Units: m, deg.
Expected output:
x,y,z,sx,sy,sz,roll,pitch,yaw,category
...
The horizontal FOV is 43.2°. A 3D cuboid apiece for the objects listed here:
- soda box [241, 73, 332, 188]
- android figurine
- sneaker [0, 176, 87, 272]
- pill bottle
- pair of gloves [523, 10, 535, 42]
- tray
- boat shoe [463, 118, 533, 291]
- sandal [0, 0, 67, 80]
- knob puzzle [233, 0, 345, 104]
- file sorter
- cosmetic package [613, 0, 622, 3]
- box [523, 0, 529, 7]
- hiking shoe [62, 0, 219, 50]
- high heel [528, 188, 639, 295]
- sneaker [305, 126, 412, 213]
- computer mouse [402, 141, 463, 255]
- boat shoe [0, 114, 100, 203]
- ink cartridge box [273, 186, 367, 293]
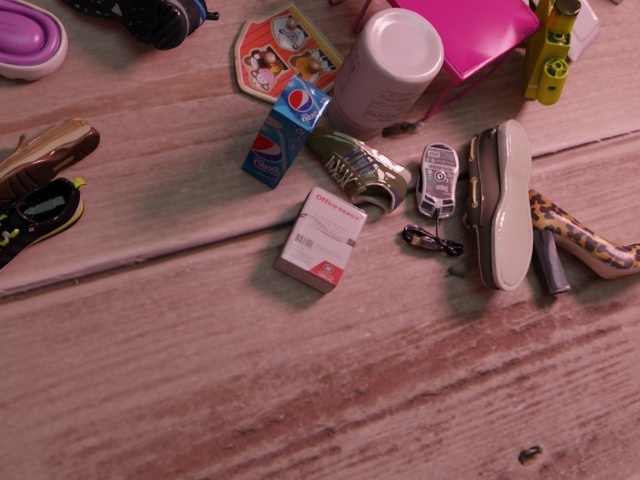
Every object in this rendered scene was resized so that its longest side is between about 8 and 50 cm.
x,y,z,sx,sy,sz,roll,pitch,yaw,category
-0.055,-0.159,1.219,0.067,0.210,0.071,31,65,-5,soda box
0.401,-0.354,1.409,0.056,0.273,0.248,8,65,6,android figurine
-0.431,-0.023,1.114,0.235,0.097,0.084,-39,85,-25,sneaker
0.093,-0.253,1.289,0.131,0.229,0.131,6,69,-15,pill bottle
0.352,-0.488,1.561,0.204,0.042,0.240,6,73,-20,pair of gloves
0.449,-0.485,1.548,0.270,0.030,0.145,53,53,-10,tray
0.294,-0.055,1.360,0.109,0.091,0.305,27,62,-41,boat shoe
-0.583,-0.350,1.180,0.416,0.102,0.169,8,69,-15,sandal
-0.061,-0.307,1.371,0.213,0.030,0.213,6,70,-16,knob puzzle
0.183,-0.387,1.393,0.202,0.182,0.290,-36,84,-24,file sorter
0.616,-0.616,1.630,0.151,0.151,0.183,34,66,-4,cosmetic package
0.345,-0.491,1.521,0.081,0.028,0.136,2,71,-22,box
-0.322,-0.411,1.303,0.304,0.113,0.132,36,34,4,hiking shoe
0.480,-0.022,1.404,0.261,0.093,0.186,-12,79,-14,high heel
0.056,-0.109,1.316,0.192,0.064,0.086,26,60,-11,sneaker
0.195,-0.071,1.363,0.106,0.042,0.193,10,74,-9,computer mouse
-0.417,-0.123,1.180,0.072,0.068,0.190,42,54,14,boat shoe
0.000,0.000,1.265,0.099,0.056,0.135,28,66,-7,ink cartridge box
